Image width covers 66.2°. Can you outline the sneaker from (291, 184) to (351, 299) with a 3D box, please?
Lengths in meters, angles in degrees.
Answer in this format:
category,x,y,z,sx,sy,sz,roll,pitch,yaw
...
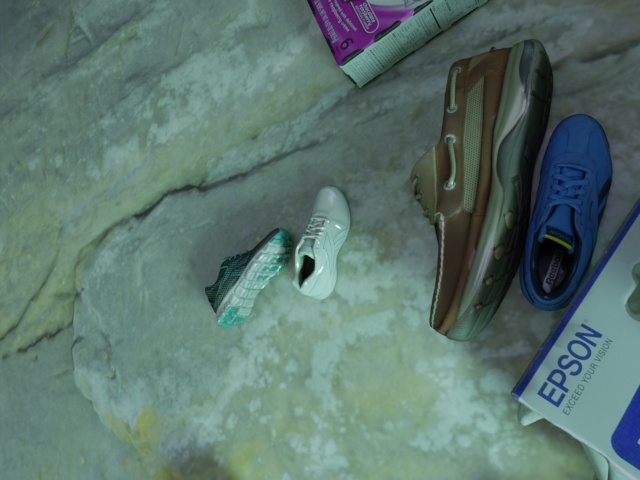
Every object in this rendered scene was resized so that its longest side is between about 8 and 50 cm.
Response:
category,x,y,z,sx,sy,sz,roll,pitch,yaw
sneaker,0.000,0.000,0.636,0.053,0.061,0.152,6,84,31

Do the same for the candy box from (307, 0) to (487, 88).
category,x,y,z,sx,sy,sz,roll,pitch,yaw
candy box,0.103,-0.331,0.624,0.233,0.071,0.159,-30,69,21

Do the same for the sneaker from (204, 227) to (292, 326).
category,x,y,z,sx,sy,sz,roll,pitch,yaw
sneaker,-0.108,0.040,0.689,0.166,0.065,0.076,-51,59,11

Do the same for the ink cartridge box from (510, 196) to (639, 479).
category,x,y,z,sx,sy,sz,roll,pitch,yaw
ink cartridge box,0.348,0.098,0.349,0.307,0.072,0.303,32,66,31

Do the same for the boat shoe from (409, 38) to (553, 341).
category,x,y,z,sx,sy,sz,roll,pitch,yaw
boat shoe,0.162,-0.056,0.532,0.116,0.123,0.325,10,78,33

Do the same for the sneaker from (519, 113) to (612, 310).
category,x,y,z,sx,sy,sz,roll,pitch,yaw
sneaker,0.249,-0.032,0.492,0.069,0.082,0.210,12,87,25

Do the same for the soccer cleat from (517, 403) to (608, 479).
category,x,y,z,sx,sy,sz,roll,pitch,yaw
soccer cleat,0.324,0.213,0.410,0.331,0.116,0.143,43,113,32
